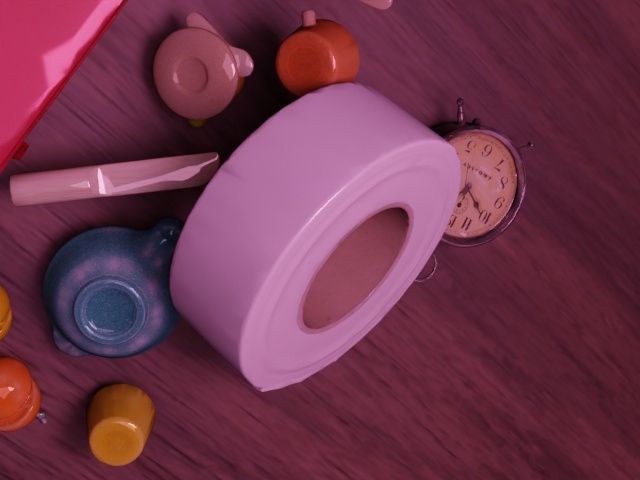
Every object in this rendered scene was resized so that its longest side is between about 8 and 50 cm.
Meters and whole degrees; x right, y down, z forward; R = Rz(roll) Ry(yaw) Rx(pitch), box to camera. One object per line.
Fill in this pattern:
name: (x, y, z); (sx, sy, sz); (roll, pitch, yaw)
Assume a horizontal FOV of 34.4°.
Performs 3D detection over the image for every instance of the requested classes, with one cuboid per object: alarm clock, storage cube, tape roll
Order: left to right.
storage cube: (-0.297, -0.180, 0.843); (0.215, 0.184, 0.193); (37, 86, -23)
tape roll: (0.000, 0.000, 0.954); (0.286, 0.100, 0.286); (-39, 154, -23)
alarm clock: (0.140, -0.044, 1.103); (0.129, 0.064, 0.192); (28, 89, -24)

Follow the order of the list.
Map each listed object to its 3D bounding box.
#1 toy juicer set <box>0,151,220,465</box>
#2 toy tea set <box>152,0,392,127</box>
toy juicer set: (-0.232, 0.044, 0.978); (0.209, 0.089, 0.329); (13, 106, -10)
toy tea set: (-0.039, -0.193, 0.980); (0.200, 0.124, 0.336); (27, 113, 9)
